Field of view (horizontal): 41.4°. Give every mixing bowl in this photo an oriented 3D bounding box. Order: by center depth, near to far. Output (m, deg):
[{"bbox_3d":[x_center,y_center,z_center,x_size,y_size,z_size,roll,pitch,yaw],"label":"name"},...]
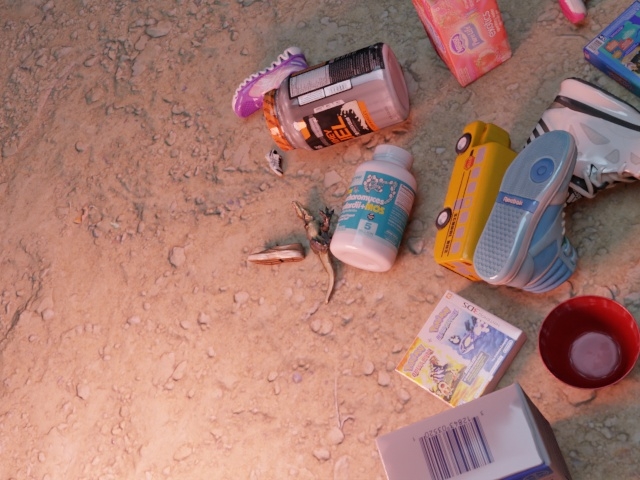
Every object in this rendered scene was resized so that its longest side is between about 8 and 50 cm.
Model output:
[{"bbox_3d":[0.505,0.202,1.579,0.181,0.098,0.181,-11,62,21],"label":"mixing bowl"}]

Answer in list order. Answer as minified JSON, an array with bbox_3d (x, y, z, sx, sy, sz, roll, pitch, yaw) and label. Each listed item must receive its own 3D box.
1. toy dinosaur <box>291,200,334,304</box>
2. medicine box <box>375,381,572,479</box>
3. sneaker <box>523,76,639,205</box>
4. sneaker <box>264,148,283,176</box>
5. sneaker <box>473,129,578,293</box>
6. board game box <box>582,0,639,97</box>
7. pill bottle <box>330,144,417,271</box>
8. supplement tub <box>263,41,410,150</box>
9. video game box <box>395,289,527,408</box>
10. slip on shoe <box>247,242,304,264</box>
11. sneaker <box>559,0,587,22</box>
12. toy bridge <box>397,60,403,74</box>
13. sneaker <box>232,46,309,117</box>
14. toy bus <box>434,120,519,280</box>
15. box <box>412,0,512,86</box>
[{"bbox_3d":[0.000,0.000,1.921,0.064,0.118,0.268,-7,60,-19],"label":"toy dinosaur"},{"bbox_3d":[0.279,0.396,1.481,0.263,0.289,0.149,-25,56,13],"label":"medicine box"},{"bbox_3d":[0.596,-0.128,1.681,0.447,0.169,0.257,38,95,42],"label":"sneaker"},{"bbox_3d":[-0.110,-0.195,2.102,0.037,0.032,0.083,-36,57,6],"label":"sneaker"},{"bbox_3d":[0.442,-0.043,1.649,0.127,0.208,0.319,37,103,54],"label":"sneaker"},{"bbox_3d":[0.694,-0.398,1.803,0.160,0.047,0.210,-42,56,2],"label":"board game box"},{"bbox_3d":[0.125,-0.075,1.864,0.146,0.146,0.264,9,71,29],"label":"pill bottle"},{"bbox_3d":[0.037,-0.328,1.999,0.316,0.193,0.193,-16,61,19],"label":"supplement tub"},{"bbox_3d":[0.282,0.227,1.707,0.187,0.048,0.205,29,81,35],"label":"video game box"},{"bbox_3d":[-0.104,0.029,1.981,0.135,0.051,0.041,-6,70,20],"label":"slip on shoe"},{"bbox_3d":[0.586,-0.610,1.923,0.111,0.103,0.252,-12,63,22],"label":"sneaker"},{"bbox_3d":[0.111,-0.403,2.099,0.188,0.026,0.063,-19,57,16],"label":"toy bridge"},{"bbox_3d":[-0.118,-0.388,2.166,0.236,0.095,0.104,-38,64,4],"label":"sneaker"},{"bbox_3d":[0.334,-0.089,1.763,0.130,0.108,0.333,-15,54,60],"label":"toy bus"},{"bbox_3d":[0.308,-0.505,1.888,0.142,0.300,0.154,-33,58,6],"label":"box"}]
